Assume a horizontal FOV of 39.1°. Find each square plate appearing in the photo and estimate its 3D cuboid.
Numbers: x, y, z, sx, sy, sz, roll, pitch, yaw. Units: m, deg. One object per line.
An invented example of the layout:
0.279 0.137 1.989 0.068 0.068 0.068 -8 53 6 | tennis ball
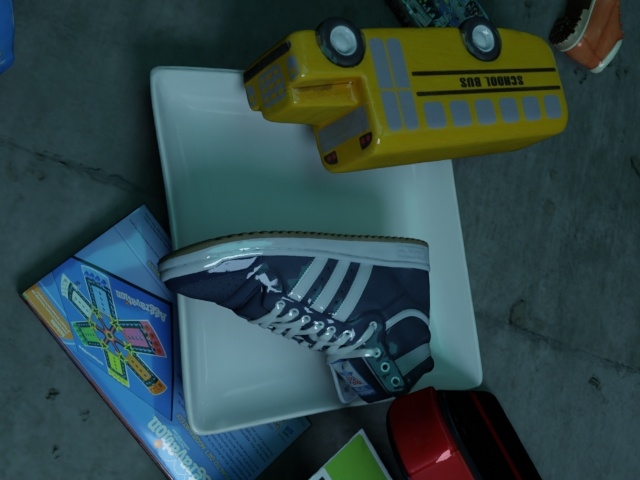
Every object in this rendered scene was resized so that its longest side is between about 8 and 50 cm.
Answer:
0.000 0.000 0.924 0.344 0.049 0.347 -3 82 -31 | square plate

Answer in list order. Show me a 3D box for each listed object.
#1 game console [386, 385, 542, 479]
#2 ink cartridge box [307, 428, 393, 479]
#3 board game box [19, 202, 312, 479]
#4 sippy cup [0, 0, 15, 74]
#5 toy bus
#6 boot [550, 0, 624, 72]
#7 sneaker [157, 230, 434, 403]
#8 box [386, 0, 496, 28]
0.201 0.311 0.819 0.060 0.342 0.386 -31 71 12 | game console
-0.032 0.318 0.844 0.255 0.097 0.189 -38 110 -25 | ink cartridge box
-0.142 0.118 0.869 0.145 0.027 0.281 -40 101 -26 | board game box
-0.374 -0.180 0.701 0.224 0.240 0.305 -25 117 -36 | sippy cup
0.094 -0.148 0.918 0.332 0.108 0.130 -10 85 -34 | toy bus
0.358 -0.291 1.147 0.084 0.059 0.158 32 80 -22 | boot
-0.008 0.075 0.819 0.282 0.099 0.153 1 78 -33 | sneaker
0.147 -0.257 1.054 0.094 0.027 0.137 -41 102 -23 | box
